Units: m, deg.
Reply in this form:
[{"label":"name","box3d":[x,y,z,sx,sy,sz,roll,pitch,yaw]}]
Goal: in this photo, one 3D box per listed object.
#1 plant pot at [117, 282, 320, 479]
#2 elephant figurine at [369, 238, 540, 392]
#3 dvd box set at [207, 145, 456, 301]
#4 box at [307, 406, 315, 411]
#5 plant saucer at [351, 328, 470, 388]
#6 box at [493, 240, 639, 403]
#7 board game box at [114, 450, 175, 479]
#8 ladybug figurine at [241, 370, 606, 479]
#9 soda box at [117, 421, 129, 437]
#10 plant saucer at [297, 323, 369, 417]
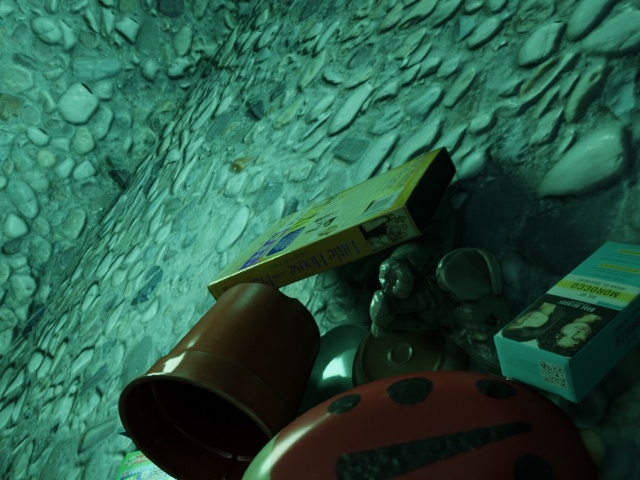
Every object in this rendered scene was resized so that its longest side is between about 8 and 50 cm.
[{"label":"plant pot","box3d":[-0.134,0.223,0.981,0.273,0.272,0.265,-25,21,34]},{"label":"elephant figurine","box3d":[0.204,0.096,0.871,0.240,0.169,0.185,11,90,18]},{"label":"dvd box set","box3d":[0.026,-0.026,1.117,0.421,0.062,0.307,-22,15,30]},{"label":"box","box3d":[-0.004,0.389,0.872,0.094,0.113,0.275,-39,28,65]},{"label":"plant saucer","box3d":[0.133,0.184,0.946,0.199,0.036,0.198,-19,45,20]},{"label":"box","box3d":[0.326,0.086,0.720,0.244,0.060,0.101,-31,24,-28]},{"label":"board game box","box3d":[-0.232,0.432,1.047,0.318,0.046,0.213,-19,24,15]},{"label":"ladybug figurine","box3d":[0.095,0.279,0.678,0.450,0.161,0.305,-20,44,2]},{"label":"soda box","box3d":[-0.382,0.411,1.370,0.183,0.058,0.062,-21,44,39]},{"label":"plant saucer","box3d":[0.032,0.241,1.052,0.195,0.037,0.194,-31,38,28]}]
